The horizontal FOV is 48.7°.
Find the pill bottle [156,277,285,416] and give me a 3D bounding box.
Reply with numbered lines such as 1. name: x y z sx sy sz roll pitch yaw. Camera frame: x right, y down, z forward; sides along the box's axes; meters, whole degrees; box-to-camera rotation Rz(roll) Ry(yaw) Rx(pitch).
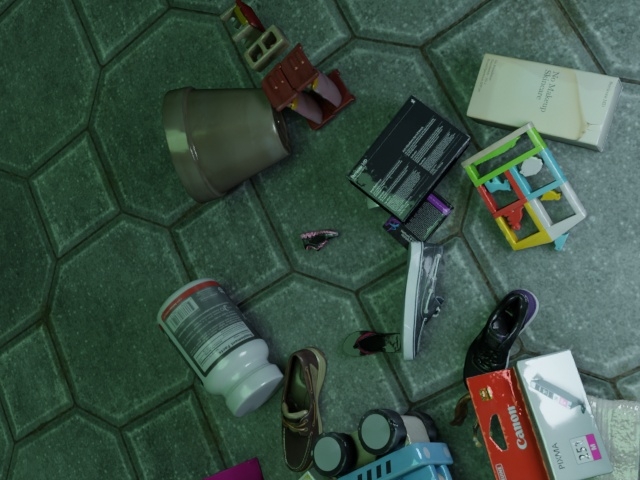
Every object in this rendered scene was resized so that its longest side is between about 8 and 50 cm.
1. pill bottle: -0.276 0.298 1.971 0.210 0.210 0.363 -48 69 17

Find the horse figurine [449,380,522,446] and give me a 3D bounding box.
1. horse figurine: 0.429 0.385 1.657 0.263 0.066 0.175 -10 101 7

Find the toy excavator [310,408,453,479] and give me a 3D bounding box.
1. toy excavator: 0.243 0.603 1.631 0.432 0.222 0.445 -33 61 24

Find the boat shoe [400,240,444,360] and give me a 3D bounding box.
1. boat shoe: 0.258 0.155 1.767 0.102 0.108 0.302 6 88 2

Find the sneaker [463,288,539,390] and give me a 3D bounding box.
1. sneaker: 0.406 0.239 1.670 0.107 0.124 0.283 30 101 26

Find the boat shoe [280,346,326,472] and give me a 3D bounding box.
1. boat shoe: -0.064 0.461 1.902 0.123 0.123 0.342 10 92 27

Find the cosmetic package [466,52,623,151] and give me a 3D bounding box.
1. cosmetic package: 0.518 -0.323 1.645 0.309 0.113 0.160 18 97 28

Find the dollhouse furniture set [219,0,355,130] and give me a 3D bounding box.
1. dollhouse furniture set: -0.091 -0.500 1.925 0.152 0.201 0.374 -39 65 21

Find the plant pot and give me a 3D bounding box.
1. plant pot: -0.242 -0.293 1.950 0.280 0.323 0.323 -15 81 10

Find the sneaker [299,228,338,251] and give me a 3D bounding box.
1. sneaker: 0.000 0.000 1.938 0.119 0.047 0.057 -9 90 34

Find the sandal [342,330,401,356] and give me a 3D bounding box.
1. sandal: 0.137 0.269 1.853 0.179 0.040 0.067 -8 84 27

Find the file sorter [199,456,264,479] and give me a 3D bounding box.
1. file sorter: -0.291 0.744 1.916 0.182 0.290 0.202 -26 77 27

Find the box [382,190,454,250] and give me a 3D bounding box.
1. box: 0.250 -0.058 1.817 0.116 0.029 0.162 44 106 22

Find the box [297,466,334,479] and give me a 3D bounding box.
1. box: 0.018 0.705 1.860 0.203 0.103 0.114 47 108 21

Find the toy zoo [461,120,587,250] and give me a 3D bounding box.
1. toy zoo: 0.481 -0.103 1.642 0.192 0.030 0.293 -30 91 38

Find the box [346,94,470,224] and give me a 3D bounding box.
1. box: 0.218 -0.197 1.754 0.184 0.103 0.261 39 92 9

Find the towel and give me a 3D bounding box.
1. towel: 0.617 0.491 1.593 0.187 0.049 0.283 4 89 27

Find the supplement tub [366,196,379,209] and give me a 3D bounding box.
1. supplement tub: 0.151 -0.137 1.848 0.071 0.071 0.107 -11 82 26

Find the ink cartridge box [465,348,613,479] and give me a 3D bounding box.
1. ink cartridge box: 0.478 0.403 1.565 0.238 0.060 0.275 -14 71 -1
